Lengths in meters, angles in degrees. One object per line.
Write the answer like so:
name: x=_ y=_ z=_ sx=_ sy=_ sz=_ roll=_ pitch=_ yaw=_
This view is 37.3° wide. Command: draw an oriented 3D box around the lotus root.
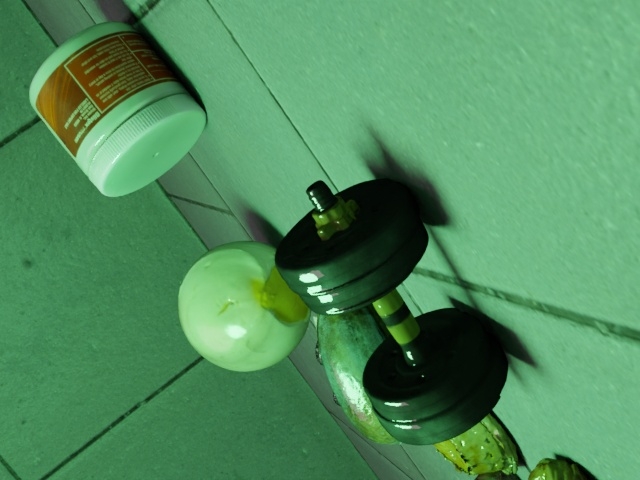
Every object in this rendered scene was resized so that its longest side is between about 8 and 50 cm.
lotus root: x=0.065 y=0.195 z=1.616 sx=0.322 sy=0.140 sz=0.158 roll=64 pitch=-158 yaw=-2

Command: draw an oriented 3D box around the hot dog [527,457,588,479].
hot dog: x=0.361 y=0.418 z=1.266 sx=0.259 sy=0.114 sz=0.175 roll=49 pitch=167 yaw=12

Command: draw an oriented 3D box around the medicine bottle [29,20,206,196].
medicine bottle: x=-0.385 y=-0.250 z=1.803 sx=0.241 sy=0.252 sz=0.252 roll=50 pitch=169 yaw=10

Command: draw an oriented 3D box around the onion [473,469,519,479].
onion: x=0.298 y=0.496 z=1.620 sx=0.151 sy=0.098 sz=0.206 roll=-36 pitch=73 yaw=55

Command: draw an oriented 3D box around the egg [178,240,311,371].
egg: x=-0.157 y=0.143 z=2.045 sx=0.283 sy=0.283 sz=0.345 roll=50 pitch=-177 yaw=12

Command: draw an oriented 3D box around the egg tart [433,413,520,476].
egg tart: x=0.229 y=0.312 z=1.541 sx=0.212 sy=0.090 sz=0.212 roll=45 pitch=168 yaw=13

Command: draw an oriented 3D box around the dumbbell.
dumbbell: x=0.090 y=0.087 z=1.148 sx=0.388 sy=0.185 sz=0.185 roll=58 pitch=167 yaw=-24

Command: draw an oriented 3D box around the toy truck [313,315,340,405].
toy truck: x=0.078 y=0.229 z=1.806 sx=0.136 sy=0.111 sz=0.286 roll=6 pitch=133 yaw=29
